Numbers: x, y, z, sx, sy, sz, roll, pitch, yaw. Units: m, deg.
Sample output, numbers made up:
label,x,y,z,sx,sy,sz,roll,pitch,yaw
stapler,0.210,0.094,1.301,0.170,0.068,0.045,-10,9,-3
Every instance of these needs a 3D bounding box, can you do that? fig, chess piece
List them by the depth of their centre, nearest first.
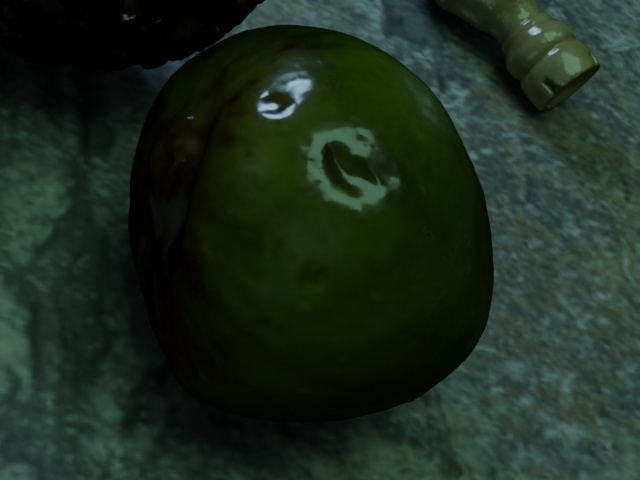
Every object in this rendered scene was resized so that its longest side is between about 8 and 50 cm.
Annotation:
label,x,y,z,sx,sy,sz,roll,pitch,yaw
fig,0.000,0.000,0.719,0.191,0.181,0.181,30,39,-40
chess piece,0.120,-0.141,0.991,0.066,0.066,0.122,-25,75,-42

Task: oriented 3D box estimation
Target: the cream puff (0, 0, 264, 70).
label,x,y,z,sx,sy,sz,roll,pitch,yaw
cream puff,-0.113,-0.199,0.769,0.239,0.239,0.165,34,21,-1
